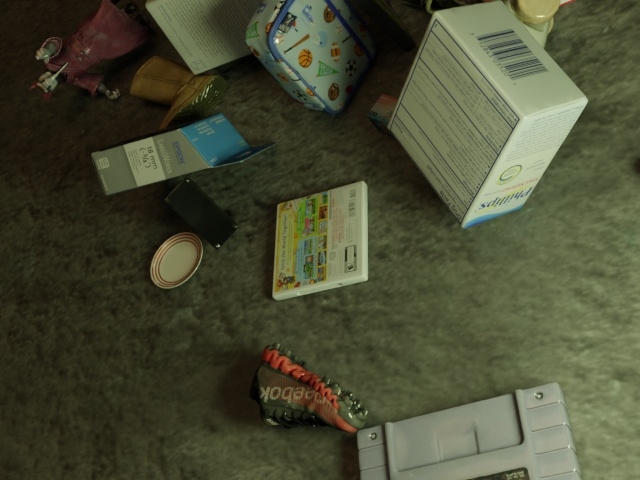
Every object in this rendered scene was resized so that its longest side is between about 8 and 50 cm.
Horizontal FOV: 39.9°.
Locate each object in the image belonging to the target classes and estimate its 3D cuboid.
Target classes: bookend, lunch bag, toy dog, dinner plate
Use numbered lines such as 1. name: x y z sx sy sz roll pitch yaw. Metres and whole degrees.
1. bookend: -0.258 -0.059 1.949 0.072 0.156 0.157 -47 5 -2
2. lunch bag: -0.013 -0.438 1.897 0.115 0.303 0.243 20 73 42
3. toy dog: 0.344 -0.364 1.711 0.161 0.220 0.334 20 62 10
4. dinner plate: -0.319 0.046 1.969 0.141 0.017 0.141 -15 55 22

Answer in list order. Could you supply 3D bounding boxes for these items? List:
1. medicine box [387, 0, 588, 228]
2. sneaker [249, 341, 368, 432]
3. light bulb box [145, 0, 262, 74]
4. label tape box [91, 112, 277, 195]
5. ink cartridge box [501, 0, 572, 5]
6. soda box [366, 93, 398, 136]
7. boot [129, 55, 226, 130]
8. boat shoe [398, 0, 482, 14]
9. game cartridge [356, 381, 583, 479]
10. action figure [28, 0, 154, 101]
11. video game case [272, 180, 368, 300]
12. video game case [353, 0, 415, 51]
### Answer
1. medicine box: 0.278 -0.218 1.542 0.149 0.289 0.263 -18 60 -27
2. sneaker: -0.032 0.292 1.577 0.276 0.097 0.135 24 77 46
3. light bulb box: -0.183 -0.643 2.152 0.361 0.225 0.358 -15 44 24
4. label tape box: -0.296 -0.205 1.953 0.333 0.106 0.240 -13 12 19
5. ink cartridge box: 0.429 -0.587 1.854 0.172 0.100 0.237 -19 54 21
6. soda box: 0.185 -0.238 1.811 0.183 0.058 0.063 30 79 41
7. boot: -0.390 -0.351 2.225 0.269 0.089 0.236 22 62 38
8. boat shoe: 0.252 -0.536 1.945 0.223 0.080 0.073 15 65 32
9. game cartridge: 0.229 0.374 1.397 0.355 0.068 0.230 -19 49 21
10. action figure: -0.647 -0.527 2.384 0.370 0.248 0.276 -36 48 4
11. video game case: 0.000 0.000 1.797 0.206 0.026 0.227 -14 56 24
12. video game case: 0.082 -0.564 1.938 0.035 0.275 0.248 -39 48 18
